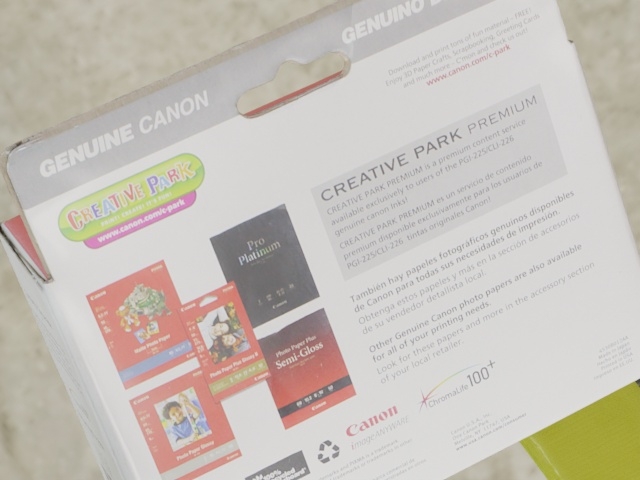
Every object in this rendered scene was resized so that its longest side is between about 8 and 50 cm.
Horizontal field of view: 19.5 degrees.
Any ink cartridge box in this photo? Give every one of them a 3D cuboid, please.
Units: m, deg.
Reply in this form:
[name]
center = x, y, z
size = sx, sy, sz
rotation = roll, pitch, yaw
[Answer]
[ink cartridge box]
center = 0.000, 0.000, 1.012
size = 0.130, 0.309, 0.272
rotation = 35, 147, 65

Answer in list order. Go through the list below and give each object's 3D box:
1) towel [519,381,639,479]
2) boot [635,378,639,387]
[towel]
center = 0.160, 0.096, 1.340
size = 0.237, 0.102, 0.021
rotation = 54, 157, 31
[boot]
center = 0.284, 0.145, 1.450
size = 0.236, 0.085, 0.179
rotation = 174, 85, -70
